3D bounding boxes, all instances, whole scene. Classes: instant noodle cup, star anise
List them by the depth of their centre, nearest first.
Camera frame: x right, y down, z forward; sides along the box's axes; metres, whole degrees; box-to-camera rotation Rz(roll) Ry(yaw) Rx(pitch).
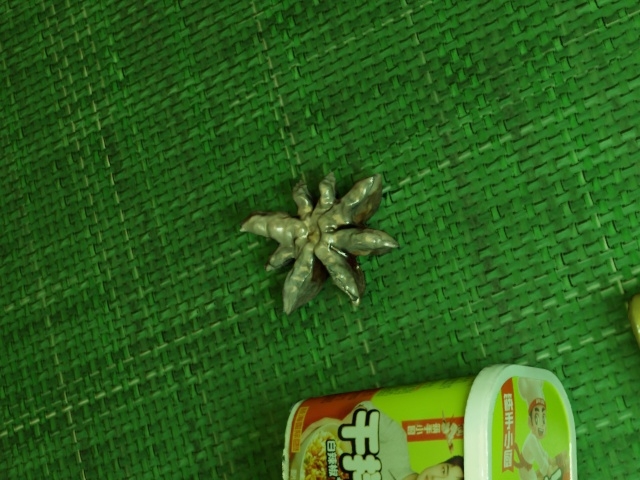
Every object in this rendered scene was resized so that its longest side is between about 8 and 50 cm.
[{"bbox_3d":[0.131,0.294,1.846,0.308,0.294,0.293,-6,79,32],"label":"instant noodle cup"},{"bbox_3d":[0.000,0.000,2.038,0.236,0.093,0.229,20,90,25],"label":"star anise"}]

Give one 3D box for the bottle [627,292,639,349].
[{"bbox_3d":[0.553,0.076,1.713,0.351,0.171,0.171,-26,71,20],"label":"bottle"}]
